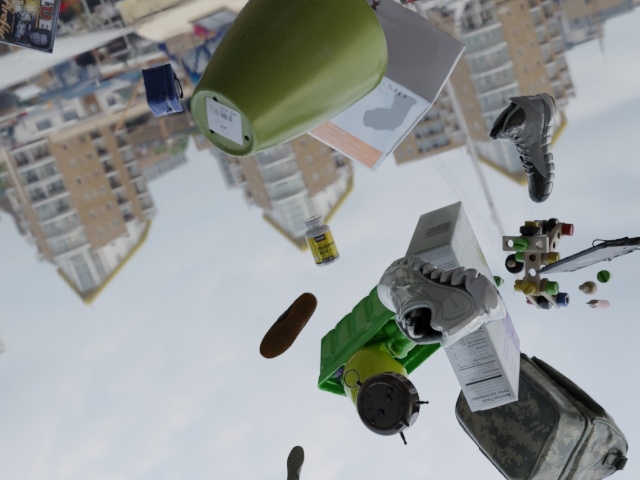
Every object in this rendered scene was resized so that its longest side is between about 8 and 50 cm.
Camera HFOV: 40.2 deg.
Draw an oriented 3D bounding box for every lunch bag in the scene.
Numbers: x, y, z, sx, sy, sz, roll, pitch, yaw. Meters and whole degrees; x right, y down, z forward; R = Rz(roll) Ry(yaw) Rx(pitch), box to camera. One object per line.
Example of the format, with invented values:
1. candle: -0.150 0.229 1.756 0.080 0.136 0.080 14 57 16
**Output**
1. lunch bag: 0.472 0.379 1.857 0.256 0.212 0.305 17 -166 -29
2. lunch bag: -0.299 -0.288 1.683 0.065 0.098 0.067 -15 161 3

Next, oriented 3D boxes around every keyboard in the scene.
1. keyboard: 0.417 0.014 1.348 0.100 0.038 0.192 -3 168 -19

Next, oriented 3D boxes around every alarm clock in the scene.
1. alarm clock: 0.123 0.331 1.828 0.192 0.129 0.064 32 -166 29

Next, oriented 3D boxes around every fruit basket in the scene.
1. fruit basket: 0.172 0.346 2.420 0.283 0.392 0.392 20 166 -35

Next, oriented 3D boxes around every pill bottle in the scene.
1. pill bottle: 0.000 0.000 2.115 0.065 0.116 0.065 -20 -169 4

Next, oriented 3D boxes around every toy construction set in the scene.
1. toy construction set: 0.596 0.079 2.281 0.309 0.257 0.237 33 -165 30

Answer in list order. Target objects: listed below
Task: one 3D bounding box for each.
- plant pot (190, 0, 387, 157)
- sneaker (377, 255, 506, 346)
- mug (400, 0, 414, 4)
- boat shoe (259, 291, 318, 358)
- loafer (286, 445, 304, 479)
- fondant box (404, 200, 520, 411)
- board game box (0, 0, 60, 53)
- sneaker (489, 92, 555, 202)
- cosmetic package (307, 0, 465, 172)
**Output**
1. plant pot: -0.079 -0.283 1.496 0.275 0.275 0.293 -5 -145 50
2. sneaker: 0.154 0.097 1.346 0.118 0.110 0.292 -38 -165 -18
3. mug: 0.220 -0.501 1.533 0.169 0.150 0.113 -9 -164 -6
4. boat shoe: -0.081 0.223 2.273 0.207 0.073 0.073 -47 -179 -5
5. loafer: -0.068 0.591 2.249 0.045 0.039 0.125 9 -130 0
6. fondant box: 0.277 0.118 1.656 0.096 0.330 0.238 -19 -165 20
7. board game box: -0.687 -0.573 2.031 0.042 0.243 0.165 15 -173 44
8. sneaker: 0.410 -0.190 1.807 0.132 0.228 0.086 -3 -174 -15
9. cosmetic package: 0.112 -0.327 1.893 0.161 0.230 0.453 -61 -177 -17
